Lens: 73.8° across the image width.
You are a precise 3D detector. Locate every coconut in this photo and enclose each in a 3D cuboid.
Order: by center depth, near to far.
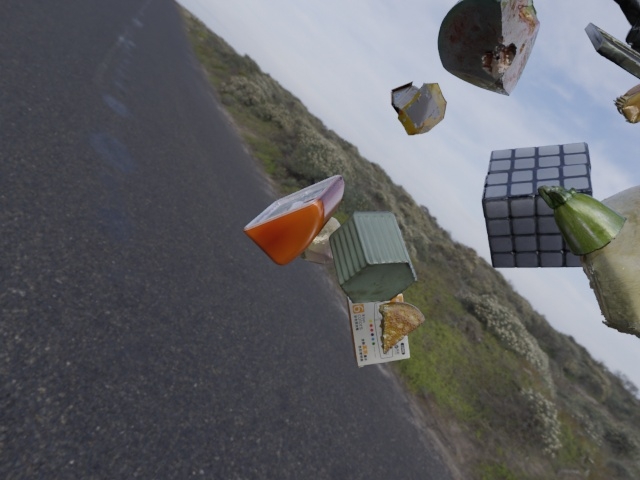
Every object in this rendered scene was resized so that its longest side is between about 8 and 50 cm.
[{"bbox_3d":[0.861,0.040,1.056,0.404,0.405,0.405,41,10,-9],"label":"coconut"},{"bbox_3d":[0.001,-0.002,1.514,0.194,0.194,0.194,41,10,-9],"label":"coconut"}]

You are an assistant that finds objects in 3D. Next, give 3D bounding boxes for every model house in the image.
[{"bbox_3d":[0.383,-0.545,1.733,0.219,0.207,0.136,33,14,-47],"label":"model house"}]

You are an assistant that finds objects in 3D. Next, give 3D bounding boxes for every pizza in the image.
[{"bbox_3d":[0.236,0.267,1.308,0.184,0.176,0.036,7,18,-30],"label":"pizza"}]

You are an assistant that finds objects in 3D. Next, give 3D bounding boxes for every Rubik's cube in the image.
[{"bbox_3d":[0.805,-0.125,1.586,0.345,0.343,0.337,66,35,-35],"label":"Rubik's cube"}]

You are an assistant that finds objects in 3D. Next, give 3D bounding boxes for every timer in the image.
[{"bbox_3d":[-0.051,-0.078,1.243,0.161,0.250,0.257,50,29,-7],"label":"timer"}]

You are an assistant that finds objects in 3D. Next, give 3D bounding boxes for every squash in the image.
[{"bbox_3d":[0.452,-0.055,0.760,0.132,0.105,0.105,47,10,-1],"label":"squash"}]

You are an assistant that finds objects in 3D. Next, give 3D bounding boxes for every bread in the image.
[{"bbox_3d":[1.425,-0.624,1.842,0.136,0.241,0.107,45,30,-17],"label":"bread"}]

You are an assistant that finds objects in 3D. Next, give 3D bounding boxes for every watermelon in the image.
[{"bbox_3d":[0.421,-0.525,1.066,0.188,0.175,0.322,35,-12,28],"label":"watermelon"}]

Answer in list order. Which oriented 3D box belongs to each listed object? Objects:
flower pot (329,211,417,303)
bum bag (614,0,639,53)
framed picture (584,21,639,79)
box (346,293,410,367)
[{"bbox_3d":[0.152,0.053,1.255,0.239,0.209,0.190,58,16,-49],"label":"flower pot"},{"bbox_3d":[0.729,-0.514,0.945,0.074,0.136,0.311,12,61,-77],"label":"bum bag"},{"bbox_3d":[0.578,-0.288,0.732,0.259,0.023,0.189,32,42,0],"label":"framed picture"},{"bbox_3d":[0.224,0.338,1.677,0.091,0.220,0.274,-112,-168,-82],"label":"box"}]
